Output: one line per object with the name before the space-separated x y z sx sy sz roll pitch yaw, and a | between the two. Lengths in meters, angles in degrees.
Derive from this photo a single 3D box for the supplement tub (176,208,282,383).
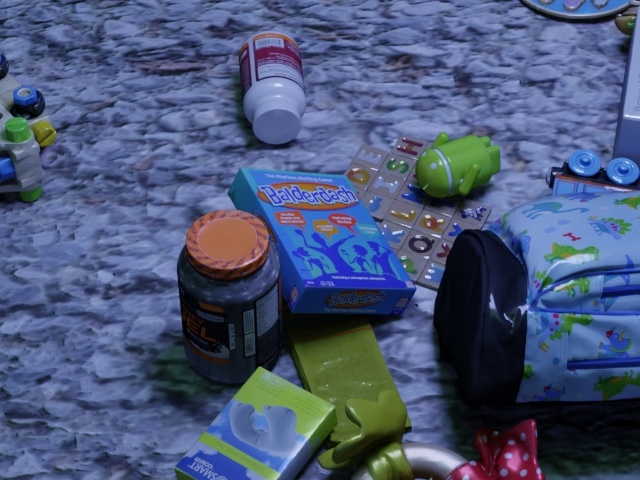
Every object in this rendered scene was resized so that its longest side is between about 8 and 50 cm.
supplement tub | -0.101 0.062 1.744 0.117 0.190 0.117 0 46 0

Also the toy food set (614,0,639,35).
toy food set | 0.472 -0.296 2.139 0.132 0.039 0.192 9 4 6

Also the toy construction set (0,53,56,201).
toy construction set | -0.468 -0.151 1.988 0.215 0.151 0.328 -28 64 -24

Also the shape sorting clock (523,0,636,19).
shape sorting clock | 0.381 -0.398 2.280 0.206 0.040 0.206 -1 45 1

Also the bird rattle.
bird rattle | 0.116 0.276 1.623 0.253 0.143 0.207 20 60 1

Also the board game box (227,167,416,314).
board game box | 0.000 0.000 1.850 0.160 0.047 0.210 2 41 -34

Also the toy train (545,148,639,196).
toy train | 0.369 -0.046 1.930 0.184 0.080 0.105 11 57 7

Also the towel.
towel | 0.022 0.134 1.793 0.102 0.021 0.237 -13 48 -11

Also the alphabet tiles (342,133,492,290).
alphabet tiles | 0.113 -0.045 1.971 0.198 0.009 0.237 18 50 17

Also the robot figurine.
robot figurine | 0.172 -0.094 1.965 0.115 0.067 0.101 -19 39 -16

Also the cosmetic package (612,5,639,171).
cosmetic package | 0.502 -0.172 2.003 0.224 0.138 0.224 8 48 10

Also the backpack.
backpack | 0.331 0.064 1.718 0.355 0.273 0.290 12 16 -6

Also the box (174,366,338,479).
box | -0.075 0.230 1.676 0.109 0.042 0.178 25 57 25

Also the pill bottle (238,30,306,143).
pill bottle | -0.064 -0.203 2.068 0.086 0.086 0.152 -3 47 -3
